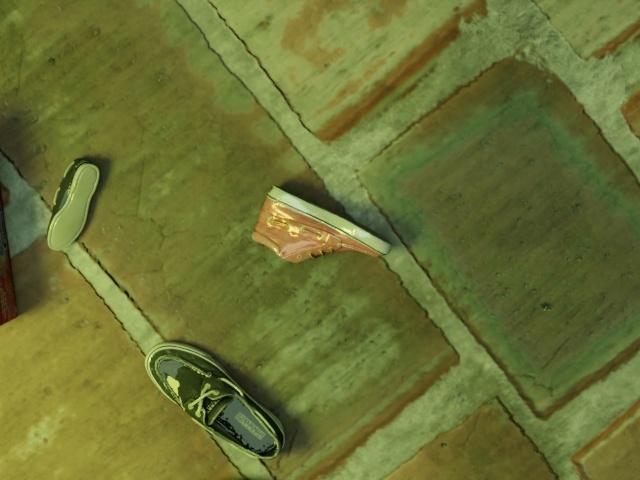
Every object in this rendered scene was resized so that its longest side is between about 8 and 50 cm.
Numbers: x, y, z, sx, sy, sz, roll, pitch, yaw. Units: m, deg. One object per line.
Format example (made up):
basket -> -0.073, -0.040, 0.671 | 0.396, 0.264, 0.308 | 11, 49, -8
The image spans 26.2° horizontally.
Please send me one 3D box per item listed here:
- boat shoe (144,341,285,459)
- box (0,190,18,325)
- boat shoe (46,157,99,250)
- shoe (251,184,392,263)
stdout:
boat shoe -> -0.137, 0.209, 1.807 | 0.219, 0.070, 0.078 | 35, 94, -1
box -> -0.479, -0.011, 1.772 | 0.128, 0.122, 0.257 | -7, 94, 1
boat shoe -> -0.331, -0.049, 1.810 | 0.046, 0.038, 0.125 | 13, 103, -42
shoe -> 0.000, 0.000, 1.797 | 0.178, 0.063, 0.081 | 25, 95, 5
